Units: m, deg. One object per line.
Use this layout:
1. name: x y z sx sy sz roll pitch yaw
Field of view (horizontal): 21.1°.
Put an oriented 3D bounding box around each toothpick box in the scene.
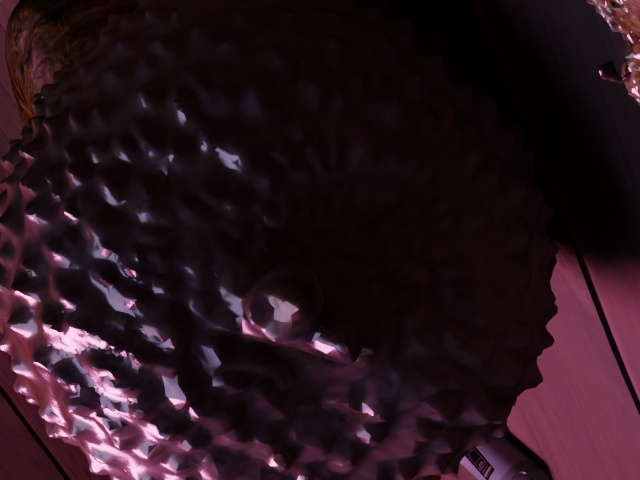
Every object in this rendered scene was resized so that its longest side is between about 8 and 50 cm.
1. toothpick box: 0.178 0.222 1.676 0.083 0.052 0.052 41 163 40

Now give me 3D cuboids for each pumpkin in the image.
1. pumpkin: -0.159 -0.149 1.561 0.325 0.242 0.232 -147 52 -65

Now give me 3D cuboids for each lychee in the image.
1. lychee: -0.033 0.009 1.154 0.380 0.380 0.432 54 179 -12

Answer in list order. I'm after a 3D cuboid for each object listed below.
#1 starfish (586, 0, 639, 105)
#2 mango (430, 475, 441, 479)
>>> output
1. starfish: 0.171 -0.107 0.835 0.247 0.050 0.138 54 165 -25
2. mango: 0.072 0.235 1.996 0.159 0.084 0.105 23 170 28
